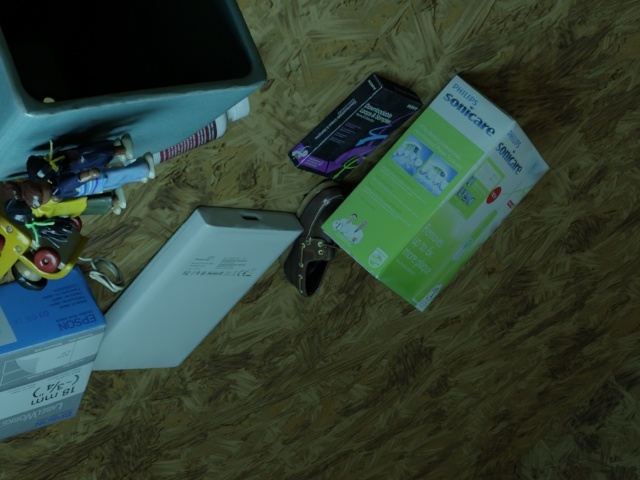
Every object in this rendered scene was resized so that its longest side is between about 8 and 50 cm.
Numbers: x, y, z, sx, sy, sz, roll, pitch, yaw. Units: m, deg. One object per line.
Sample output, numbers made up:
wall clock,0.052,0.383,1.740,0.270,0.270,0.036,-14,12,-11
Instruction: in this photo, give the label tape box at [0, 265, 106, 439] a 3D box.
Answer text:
label tape box,-0.432,0.194,2.011,0.241,0.106,0.333,-15,150,-31

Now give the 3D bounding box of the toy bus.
toy bus,-0.339,-0.004,1.660,0.104,0.202,0.191,-44,147,25

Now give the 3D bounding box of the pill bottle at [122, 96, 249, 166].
pill bottle,-0.161,-0.142,1.741,0.152,0.086,0.086,-24,154,-16

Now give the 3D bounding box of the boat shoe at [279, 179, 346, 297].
boat shoe,0.000,0.000,2.199,0.073,0.073,0.207,-16,149,-26

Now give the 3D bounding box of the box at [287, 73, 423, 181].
box,0.047,-0.147,2.039,0.162,0.029,0.116,-44,153,20

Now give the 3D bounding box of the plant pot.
plant pot,-0.245,-0.178,1.418,0.247,0.247,0.252,-13,163,-36

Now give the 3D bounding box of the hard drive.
hard drive,-0.185,0.071,2.150,0.203,0.040,0.307,3,138,-51

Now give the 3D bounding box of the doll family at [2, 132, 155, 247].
doll family,-0.219,-0.046,1.327,0.111,0.076,0.193,-9,163,-26

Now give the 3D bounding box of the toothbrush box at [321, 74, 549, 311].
toothbrush box,0.165,-0.061,2.156,0.283,0.122,0.206,-49,153,1
